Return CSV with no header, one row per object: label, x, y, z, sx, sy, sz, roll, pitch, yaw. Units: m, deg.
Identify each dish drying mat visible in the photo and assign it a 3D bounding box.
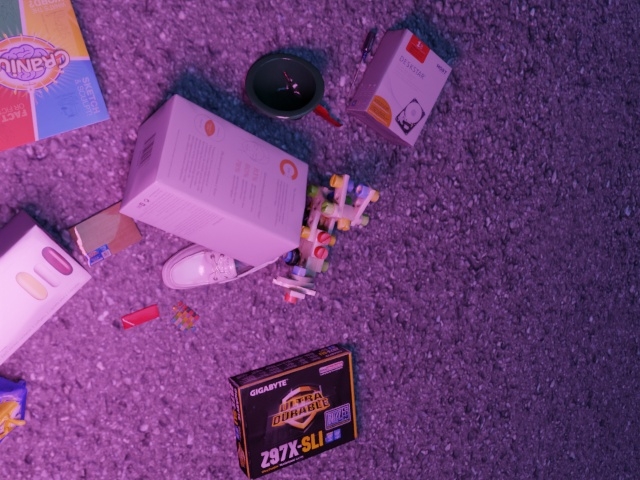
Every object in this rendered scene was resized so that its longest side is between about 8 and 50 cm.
dish drying mat,-0.404,0.172,1.556,0.083,0.008,0.032,-20,109,-26

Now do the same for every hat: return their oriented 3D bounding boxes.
hat,-0.073,-0.313,1.643,0.208,0.183,0.173,33,72,10

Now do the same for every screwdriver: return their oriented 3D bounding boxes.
screwdriver,0.101,-0.437,1.725,0.025,0.024,0.170,5,106,-60

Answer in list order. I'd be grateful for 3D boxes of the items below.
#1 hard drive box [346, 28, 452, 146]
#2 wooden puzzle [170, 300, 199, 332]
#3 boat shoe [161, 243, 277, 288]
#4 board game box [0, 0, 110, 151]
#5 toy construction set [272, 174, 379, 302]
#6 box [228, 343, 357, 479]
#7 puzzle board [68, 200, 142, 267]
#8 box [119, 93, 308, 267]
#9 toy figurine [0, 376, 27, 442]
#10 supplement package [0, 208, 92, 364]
hard drive box,0.200,-0.383,1.752,0.181,0.089,0.232,29,85,-33
wooden puzzle,-0.316,0.182,1.612,0.049,0.006,0.083,-50,120,-12
boat shoe,-0.222,0.048,1.586,0.277,0.096,0.098,-18,109,-27
board game box,-0.569,-0.350,1.312,0.242,0.064,0.317,-24,112,-25
toy construction set,0.000,0.000,1.639,0.151,0.215,0.328,32,83,-31
box,-0.065,0.434,1.776,0.321,0.079,0.257,-12,108,-29
puzzle board,-0.459,-0.014,1.482,0.128,0.011,0.097,-32,116,-21
box,-0.215,-0.115,1.468,0.345,0.168,0.215,25,57,-32
toy figurine,-0.663,0.318,1.342,0.217,0.191,0.363,-52,165,-53
supplement package,-0.597,0.092,1.308,0.262,0.204,0.145,-47,119,-13
